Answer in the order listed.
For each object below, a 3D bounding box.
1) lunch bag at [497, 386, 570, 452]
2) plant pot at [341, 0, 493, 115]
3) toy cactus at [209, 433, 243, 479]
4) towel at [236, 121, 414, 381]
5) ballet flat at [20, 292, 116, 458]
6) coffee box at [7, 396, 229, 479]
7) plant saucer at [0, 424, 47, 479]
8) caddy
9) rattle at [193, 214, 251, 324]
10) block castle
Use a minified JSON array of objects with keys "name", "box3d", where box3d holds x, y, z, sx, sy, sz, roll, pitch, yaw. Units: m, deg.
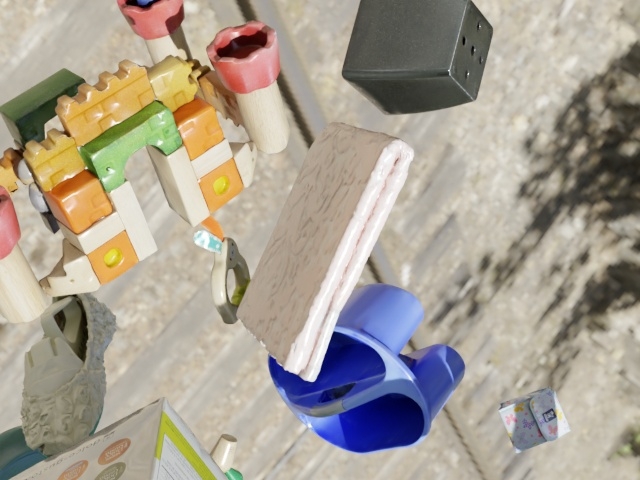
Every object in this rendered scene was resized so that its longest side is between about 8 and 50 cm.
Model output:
[{"name":"lunch bag","box3d":[0.303,0.252,1.677,0.083,0.071,0.053,-22,-179,13]},{"name":"plant pot","box3d":[0.163,-0.303,1.852,0.187,0.167,0.188,29,74,-59]},{"name":"toy cactus","box3d":[-0.206,0.462,2.270,0.219,0.112,0.180,14,105,-30]},{"name":"towel","box3d":[0.000,0.000,1.547,0.317,0.053,0.332,-66,-163,3]},{"name":"ballet flat","box3d":[-0.423,0.193,1.914,0.147,0.147,0.409,-60,-164,19]},{"name":"coffee box","box3d":[-0.260,0.478,1.538,0.337,0.338,0.334,-30,-160,10]},{"name":"plant saucer","box3d":[-0.509,0.477,2.042,0.317,0.044,0.317,-16,111,-50]},{"name":"caddy","box3d":[0.059,0.216,1.864,0.179,0.241,0.341,-45,-168,-34]},{"name":"rattle","box3d":[-0.131,0.048,2.094,0.130,0.143,0.199,-30,118,-48]},{"name":"block castle","box3d":[-0.284,-0.139,1.409,0.453,0.303,0.213,-36,134,-21]}]
